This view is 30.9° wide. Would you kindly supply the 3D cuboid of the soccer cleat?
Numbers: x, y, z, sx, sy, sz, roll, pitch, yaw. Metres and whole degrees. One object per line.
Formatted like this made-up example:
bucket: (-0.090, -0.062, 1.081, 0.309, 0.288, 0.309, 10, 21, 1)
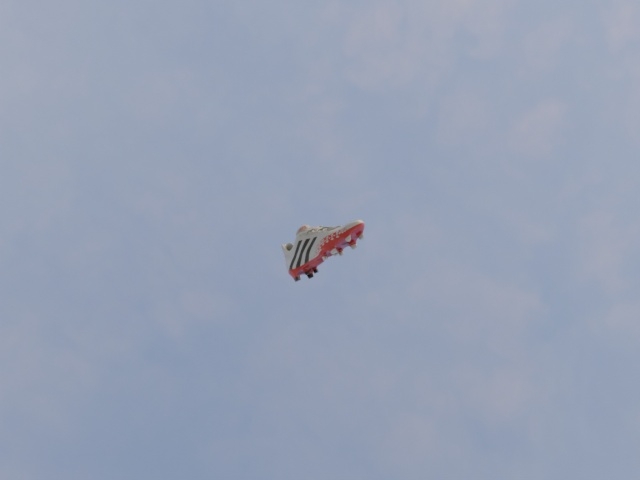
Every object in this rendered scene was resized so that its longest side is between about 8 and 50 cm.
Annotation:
soccer cleat: (0.000, 0.000, 0.860, 0.029, 0.083, 0.035, -11, -109, -44)
